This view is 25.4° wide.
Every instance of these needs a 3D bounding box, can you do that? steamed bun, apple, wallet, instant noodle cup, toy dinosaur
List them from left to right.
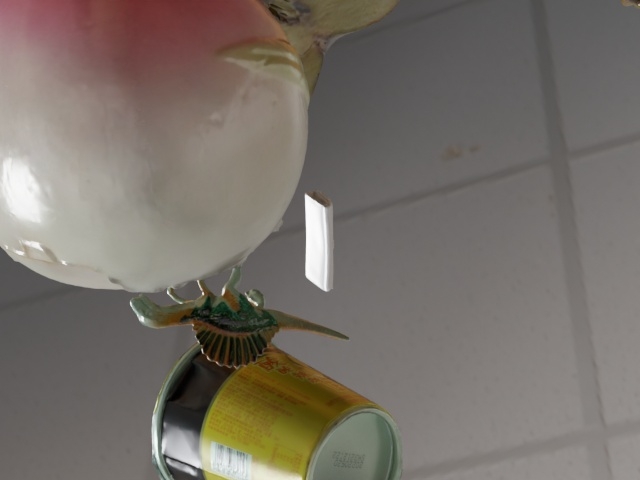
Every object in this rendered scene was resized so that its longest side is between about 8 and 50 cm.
[{"bbox_3d":[-0.157,-0.130,1.148,0.309,0.309,0.309,-17,-146,12],"label":"steamed bun"},{"bbox_3d":[-0.074,0.077,1.295,0.044,0.187,0.106,-54,-177,46],"label":"toy dinosaur"},{"bbox_3d":[-0.064,-0.334,1.917,0.295,0.365,0.328,4,-98,33],"label":"apple"},{"bbox_3d":[-0.041,0.224,1.582,0.236,0.215,0.215,16,-129,46],"label":"instant noodle cup"},{"bbox_3d":[0.000,0.000,1.843,0.025,0.122,0.061,-10,-155,-20],"label":"wallet"}]

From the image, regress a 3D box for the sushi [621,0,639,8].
[{"bbox_3d":[0.308,-0.155,0.865,0.234,0.348,0.207,-24,-151,53],"label":"sushi"}]
